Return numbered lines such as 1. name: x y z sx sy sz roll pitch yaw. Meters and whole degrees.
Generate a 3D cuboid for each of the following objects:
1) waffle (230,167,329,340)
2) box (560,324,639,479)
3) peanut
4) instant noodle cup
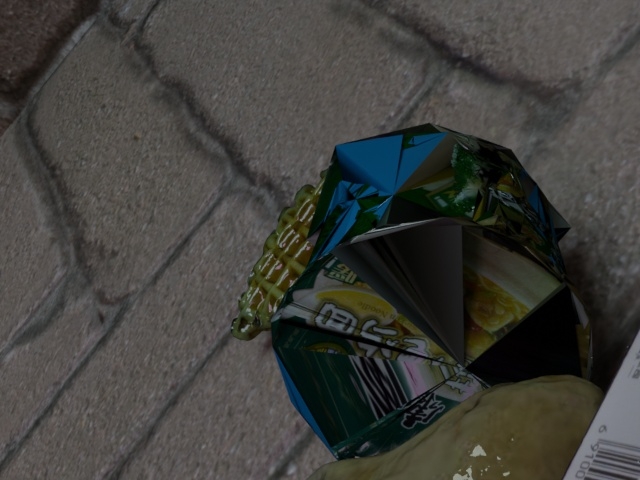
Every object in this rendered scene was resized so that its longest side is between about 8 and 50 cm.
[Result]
1. waffle: 0.000 0.000 1.462 0.214 0.054 0.208 -30 30 41
2. box: 0.251 0.136 0.842 0.260 0.111 0.194 -57 28 -15
3. peanut: 0.062 0.219 0.998 0.340 0.158 0.174 -28 10 31
4. instant noodle cup: 0.088 0.036 1.119 0.240 0.240 0.178 -39 22 25
